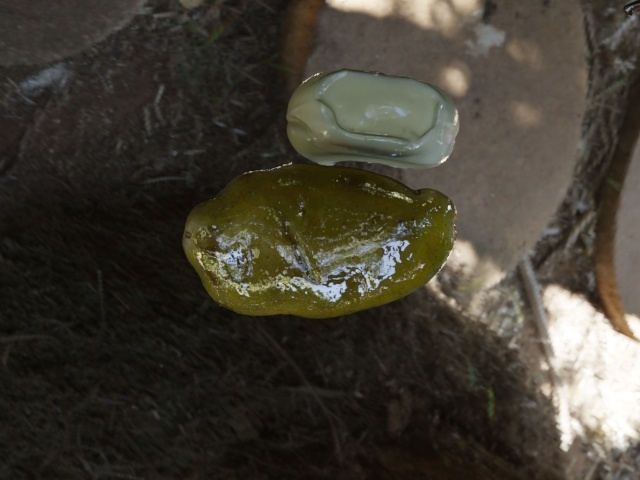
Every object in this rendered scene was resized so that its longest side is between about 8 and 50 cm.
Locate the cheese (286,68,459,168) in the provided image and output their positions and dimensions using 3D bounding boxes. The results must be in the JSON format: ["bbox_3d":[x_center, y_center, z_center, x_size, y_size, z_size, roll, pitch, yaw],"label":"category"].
[{"bbox_3d":[0.080,-0.178,1.519,0.266,0.233,0.127,7,86,-4],"label":"cheese"}]

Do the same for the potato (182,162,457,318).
[{"bbox_3d":[0.000,0.000,1.334,0.176,0.369,0.195,69,22,-59],"label":"potato"}]

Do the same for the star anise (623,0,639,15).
[{"bbox_3d":[0.255,-0.194,0.571,0.070,0.190,0.097,48,40,-20],"label":"star anise"}]
